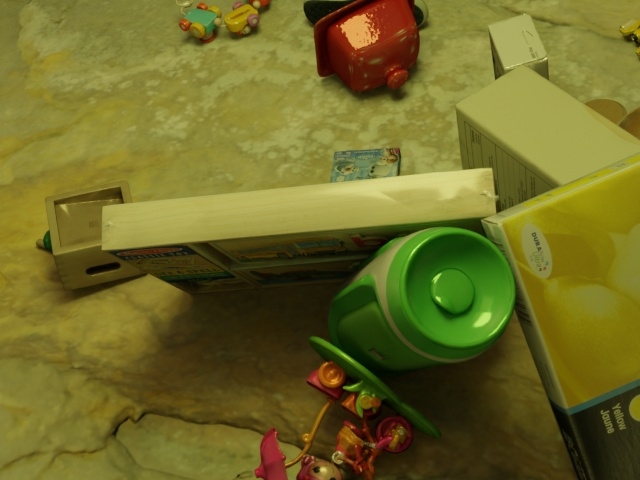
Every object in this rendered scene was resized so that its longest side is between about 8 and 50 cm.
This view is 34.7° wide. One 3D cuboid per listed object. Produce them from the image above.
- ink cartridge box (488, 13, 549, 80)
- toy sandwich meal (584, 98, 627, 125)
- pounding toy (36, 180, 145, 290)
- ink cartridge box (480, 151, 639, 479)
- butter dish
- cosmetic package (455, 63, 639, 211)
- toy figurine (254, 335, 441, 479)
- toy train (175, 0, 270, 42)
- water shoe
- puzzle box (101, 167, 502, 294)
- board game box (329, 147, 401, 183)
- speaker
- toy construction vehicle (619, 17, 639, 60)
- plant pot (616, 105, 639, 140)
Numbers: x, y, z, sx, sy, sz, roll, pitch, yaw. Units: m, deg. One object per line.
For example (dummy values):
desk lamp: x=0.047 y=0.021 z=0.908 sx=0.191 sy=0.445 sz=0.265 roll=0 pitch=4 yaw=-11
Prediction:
ink cartridge box: x=0.260 y=-0.208 z=1.328 sx=0.056 sy=0.135 sz=0.099 roll=-14 pitch=47 yaw=5
toy sandwich meal: x=0.361 y=-0.149 z=1.322 sx=0.085 sy=0.029 sz=0.085 roll=-17 pitch=44 yaw=17
pounding toy: x=-0.310 y=-0.001 z=1.352 sx=0.141 sy=0.100 sz=0.130 roll=-13 pitch=47 yaw=-10
ink cartridge box: x=0.347 y=0.060 z=0.976 sx=0.307 sy=0.304 sz=0.072 roll=-23 pitch=10 yaw=-3
butter dish: x=0.083 y=-0.266 z=1.442 sx=0.160 sy=0.160 sz=0.118 roll=-28 pitch=71 yaw=-7
cosmetic package: x=0.297 y=-0.052 z=1.167 sx=0.113 sy=0.160 sz=0.309 roll=-32 pitch=50 yaw=-14
toy figurine: x=0.012 y=0.214 z=1.071 sx=0.173 sy=0.130 sz=0.159 roll=36 pitch=79 yaw=10
toy train: x=-0.147 y=-0.368 z=1.649 sx=0.166 sy=0.046 sz=0.125 roll=-11 pitch=46 yaw=2
water shoe: x=0.073 y=-0.372 z=1.569 sx=0.203 sy=0.073 sz=0.080 roll=8 pitch=50 yaw=22
puzzle box: x=0.000 y=0.000 z=1.136 sx=0.409 sy=0.272 sz=0.052 roll=-5 pitch=75 yaw=13
board game box: x=0.058 y=-0.083 z=1.355 sx=0.090 sy=0.020 sz=0.090 roll=-3 pitch=51 yaw=14
speaker: x=0.090 y=0.069 z=1.024 sx=0.131 sy=0.296 sz=0.131 roll=2 pitch=79 yaw=-11
toy construction vehicle: x=0.466 y=-0.278 z=1.405 sx=0.086 sy=0.035 sz=0.098 roll=-35 pitch=46 yaw=0
plant pot: x=0.464 y=-0.093 z=1.212 sx=0.236 sy=0.032 sz=0.236 roll=0 pitch=41 yaw=0
